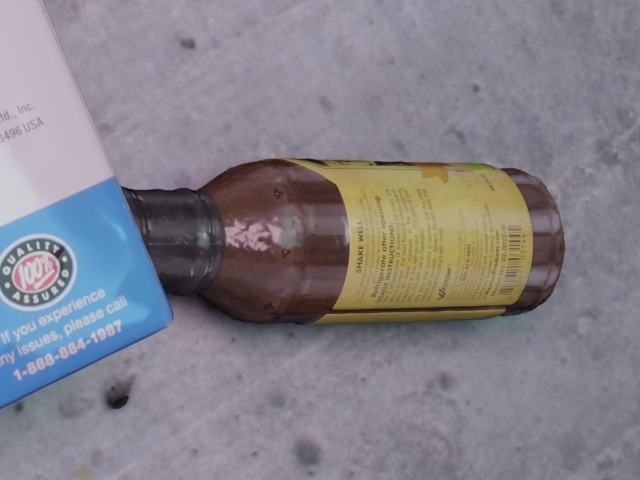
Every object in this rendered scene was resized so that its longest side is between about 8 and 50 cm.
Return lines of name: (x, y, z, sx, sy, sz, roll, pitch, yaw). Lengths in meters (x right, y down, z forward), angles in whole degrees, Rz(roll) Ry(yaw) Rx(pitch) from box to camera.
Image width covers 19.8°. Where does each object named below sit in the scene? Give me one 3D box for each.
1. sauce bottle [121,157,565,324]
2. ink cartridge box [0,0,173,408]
sauce bottle: (0.000, 0.000, 1.185, 0.344, 0.111, 0.111, 1, 82, -36)
ink cartridge box: (-0.295, -0.077, 0.947, 0.285, 0.166, 0.395, -25, 98, -27)
